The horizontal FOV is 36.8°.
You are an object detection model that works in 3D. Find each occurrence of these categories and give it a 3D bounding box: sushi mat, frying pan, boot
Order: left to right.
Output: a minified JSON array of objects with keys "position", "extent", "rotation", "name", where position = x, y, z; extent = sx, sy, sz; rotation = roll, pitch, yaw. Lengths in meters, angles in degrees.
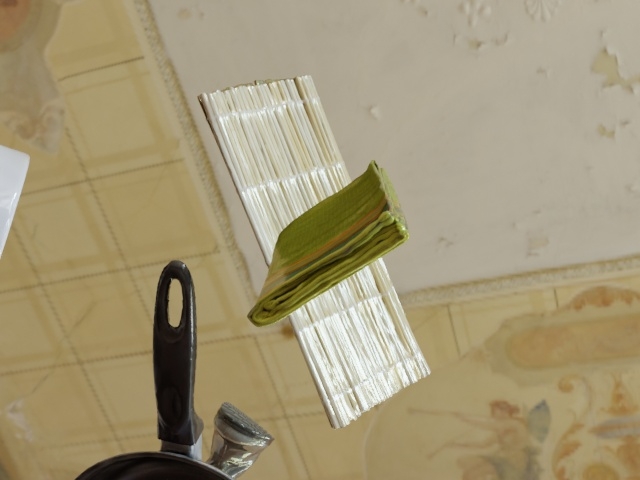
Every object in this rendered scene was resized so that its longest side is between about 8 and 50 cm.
[{"position":[-0.128,0.182,0.707],"extent":[0.197,0.053,0.326],"rotation":[-14,-80,17],"name":"frying pan"},{"position":[-0.143,0.328,1.387],"extent":[0.083,0.246,0.161],"rotation":[36,-102,12],"name":"boot"},{"position":[0.000,0.000,0.873],"extent":[0.019,0.151,0.316],"rotation":[-21,-89,43],"name":"sushi mat"}]

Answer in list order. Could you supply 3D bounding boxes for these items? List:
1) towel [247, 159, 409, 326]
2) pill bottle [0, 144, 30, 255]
[{"position":[0.005,-0.007,0.638],"extent":[0.102,0.237,0.021],"rotation":[-32,-80,7],"name":"towel"},{"position":[-0.452,-0.049,0.816],"extent":[0.363,0.210,0.210],"rotation":[17,-57,-18],"name":"pill bottle"}]
